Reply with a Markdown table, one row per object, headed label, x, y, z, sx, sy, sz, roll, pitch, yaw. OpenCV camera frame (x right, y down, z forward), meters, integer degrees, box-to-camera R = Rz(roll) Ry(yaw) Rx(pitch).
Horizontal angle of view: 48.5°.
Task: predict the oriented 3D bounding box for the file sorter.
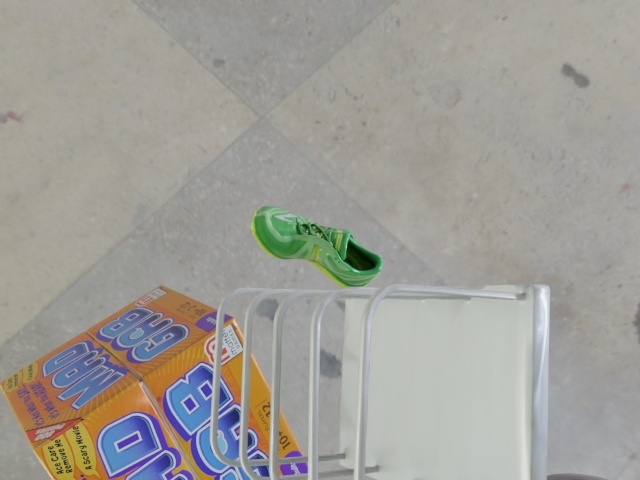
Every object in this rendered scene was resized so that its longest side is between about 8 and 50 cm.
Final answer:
| label | x | y | z | sx | sy | sz | roll | pitch | yaw |
| --- | --- | --- | --- | --- | --- | --- | --- | --- | --- |
| file sorter | 0.035 | 0.132 | 0.626 | 0.173 | 0.278 | 0.192 | 6 | 83 | -30 |

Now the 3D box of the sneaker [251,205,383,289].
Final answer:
| label | x | y | z | sx | sy | sz | roll | pitch | yaw |
| --- | --- | --- | --- | --- | --- | --- | --- | --- | --- |
| sneaker | 0.000 | 0.000 | 1.413 | 0.296 | 0.123 | 0.109 | 25 | 55 | -24 |

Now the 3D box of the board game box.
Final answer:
| label | x | y | z | sx | sy | sz | roll | pitch | yaw |
| --- | --- | --- | --- | --- | --- | --- | --- | --- | --- |
| board game box | -0.299 | 0.344 | 1.287 | 0.356 | 0.357 | 0.356 | -33 | 112 | -25 |

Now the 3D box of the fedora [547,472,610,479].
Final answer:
| label | x | y | z | sx | sy | sz | roll | pitch | yaw |
| --- | --- | --- | --- | --- | --- | --- | --- | --- | --- |
| fedora | 0.339 | 0.447 | 0.937 | 0.275 | 0.124 | 0.243 | -44 | 44 | 2 |
